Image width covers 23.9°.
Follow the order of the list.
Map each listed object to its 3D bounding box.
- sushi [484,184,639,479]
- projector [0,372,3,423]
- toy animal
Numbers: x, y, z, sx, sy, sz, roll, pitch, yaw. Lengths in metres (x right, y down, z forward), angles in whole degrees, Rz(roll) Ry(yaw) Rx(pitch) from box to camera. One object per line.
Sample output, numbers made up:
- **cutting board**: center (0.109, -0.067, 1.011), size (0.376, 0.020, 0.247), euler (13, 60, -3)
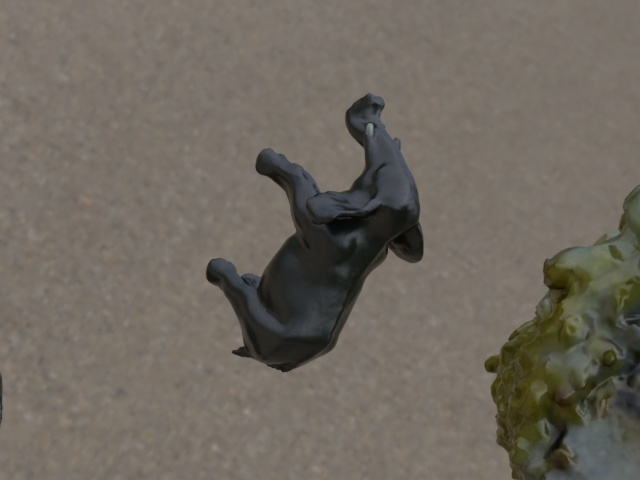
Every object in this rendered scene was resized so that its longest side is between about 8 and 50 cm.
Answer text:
- **sushi**: center (0.319, 0.107, 1.051), size (0.351, 0.397, 0.240), euler (58, 3, 7)
- **projector**: center (-0.537, 0.224, 1.462), size (0.395, 0.405, 0.242), euler (28, 34, 16)
- **toy animal**: center (0.005, 0.000, 1.247), size (0.115, 0.245, 0.146), euler (7, 23, -36)
